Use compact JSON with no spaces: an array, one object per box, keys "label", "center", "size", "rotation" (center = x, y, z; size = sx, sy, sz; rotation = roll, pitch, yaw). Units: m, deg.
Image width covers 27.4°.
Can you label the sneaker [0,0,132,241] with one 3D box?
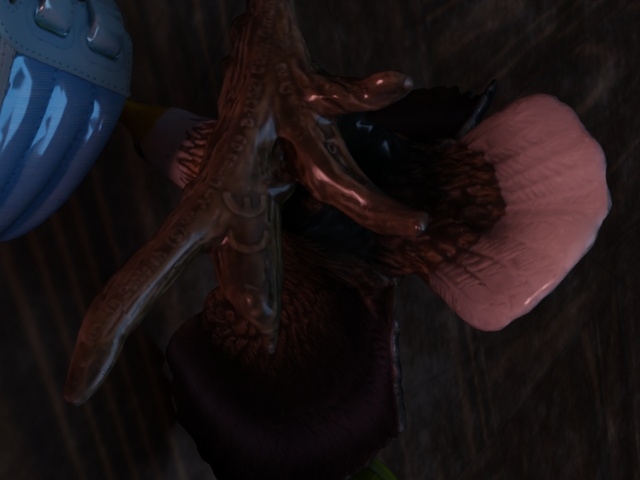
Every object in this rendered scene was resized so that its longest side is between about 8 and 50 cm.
[{"label":"sneaker","center":[-0.162,-0.138,0.510],"size":[0.208,0.127,0.319],"rotation":[-7,110,-52]}]

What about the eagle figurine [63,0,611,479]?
[{"label":"eagle figurine","center":[-0.007,-0.008,0.625],"size":[0.225,0.226,0.298],"rotation":[62,-2,20]}]

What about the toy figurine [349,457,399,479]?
[{"label":"toy figurine","center":[0.014,0.335,0.777],"size":[0.217,0.191,0.362],"rotation":[-25,114,-45]}]
